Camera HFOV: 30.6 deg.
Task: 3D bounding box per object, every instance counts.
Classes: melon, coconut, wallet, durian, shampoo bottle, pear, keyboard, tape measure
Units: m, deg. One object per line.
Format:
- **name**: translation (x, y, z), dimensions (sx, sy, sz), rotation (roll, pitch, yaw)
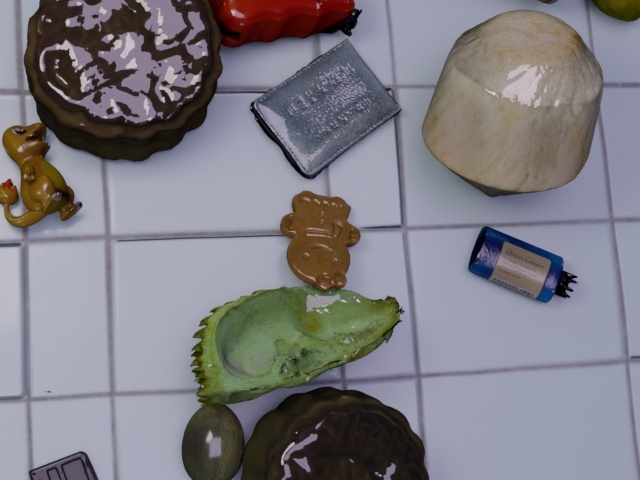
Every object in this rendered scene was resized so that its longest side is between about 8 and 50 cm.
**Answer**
- **melon**: translation (-0.166, 0.317, 1.818), dimensions (0.098, 0.098, 0.130), rotation (9, 77, -8)
- **coconut**: translation (0.313, -0.201, 1.919), dimensions (0.329, 0.329, 0.328), rotation (2, 79, -10)
- **wallet**: translation (0.009, -0.222, 1.984), dimensions (0.222, 0.036, 0.167), rotation (-36, 87, -15)
- **durian**: translation (-0.042, 0.146, 1.818), dimensions (0.394, 0.198, 0.163), rotation (-15, 88, -26)
- **shampoo bottle**: translation (0.346, 0.047, 1.985), dimensions (0.183, 0.050, 0.087), rotation (22, 73, -5)
- **pear**: translation (0.532, -0.451, 2.085), dimensions (0.131, 0.107, 0.107), rotation (42, 75, -4)
- **keyboard**: translation (-0.378, 0.416, 1.796), dimensions (0.103, 0.041, 0.381), rotation (-19, 90, -14)
- **tape measure**: translation (-0.086, -0.449, 1.962), dimensions (0.253, 0.114, 0.260), rotation (-13, 77, -23)

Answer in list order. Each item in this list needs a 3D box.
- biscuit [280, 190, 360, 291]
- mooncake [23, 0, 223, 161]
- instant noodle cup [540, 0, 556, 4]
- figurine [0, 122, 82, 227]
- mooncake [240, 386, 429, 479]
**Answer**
- **biscuit**: translation (-0.004, -0.004, 1.914), dimensions (0.133, 0.027, 0.184), rotation (21, 54, -3)
- **mooncake**: translation (-0.313, -0.296, 1.866), dimensions (0.324, 0.187, 0.324), rotation (1, 81, -10)
- **instant noodle cup**: translation (0.377, -0.525, 2.028), dimensions (0.172, 0.216, 0.215), rotation (34, 75, -10)
- **figurine**: translation (-0.466, -0.100, 1.857), dimensions (0.122, 0.121, 0.176), rotation (-29, 70, 13)
- **mooncake**: translation (0.026, 0.366, 1.788), dimensions (0.290, 0.161, 0.290), rotation (2, 85, -23)
